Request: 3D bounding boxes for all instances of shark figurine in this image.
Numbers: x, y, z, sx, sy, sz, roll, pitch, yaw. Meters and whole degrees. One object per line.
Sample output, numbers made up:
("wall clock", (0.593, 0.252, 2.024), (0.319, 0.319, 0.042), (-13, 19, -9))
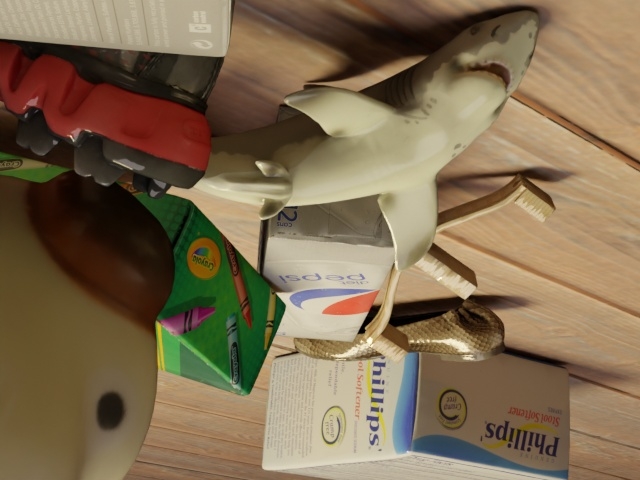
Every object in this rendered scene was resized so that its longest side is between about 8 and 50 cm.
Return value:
("shark figurine", (-0.024, -0.072, 0.729), (0.278, 0.116, 0.166), (-2, 130, -7))

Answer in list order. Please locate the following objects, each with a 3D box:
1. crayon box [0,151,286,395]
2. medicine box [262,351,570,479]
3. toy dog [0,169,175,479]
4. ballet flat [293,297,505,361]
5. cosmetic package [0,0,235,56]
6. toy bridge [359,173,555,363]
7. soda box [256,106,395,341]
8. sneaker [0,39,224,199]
("crayon box", (-0.182, 0.014, 0.893), (0.278, 0.081, 0.165), (14, 160, 28))
("medicine box", (0.118, 0.222, 1.538), (0.263, 0.149, 0.289), (16, 158, -35))
("toy dog", (-0.281, 0.035, 0.606), (0.408, 0.284, 0.395), (25, -166, -14))
("ballet flat", (0.078, 0.092, 1.301), (0.250, 0.058, 0.084), (-2, -162, 35))
("cosmetic package", (-0.144, -0.149, 0.449), (0.238, 0.127, 0.107), (4, 163, -6))
("toy bridge", (0.091, 0.019, 0.942), (0.063, 0.026, 0.188), (34, 116, -19))
("soda box", (0.000, 0.000, 0.941), (0.091, 0.098, 0.286), (5, 162, -4))
("sneaker", (-0.158, -0.127, 0.573), (0.276, 0.135, 0.097), (24, -177, 12))
